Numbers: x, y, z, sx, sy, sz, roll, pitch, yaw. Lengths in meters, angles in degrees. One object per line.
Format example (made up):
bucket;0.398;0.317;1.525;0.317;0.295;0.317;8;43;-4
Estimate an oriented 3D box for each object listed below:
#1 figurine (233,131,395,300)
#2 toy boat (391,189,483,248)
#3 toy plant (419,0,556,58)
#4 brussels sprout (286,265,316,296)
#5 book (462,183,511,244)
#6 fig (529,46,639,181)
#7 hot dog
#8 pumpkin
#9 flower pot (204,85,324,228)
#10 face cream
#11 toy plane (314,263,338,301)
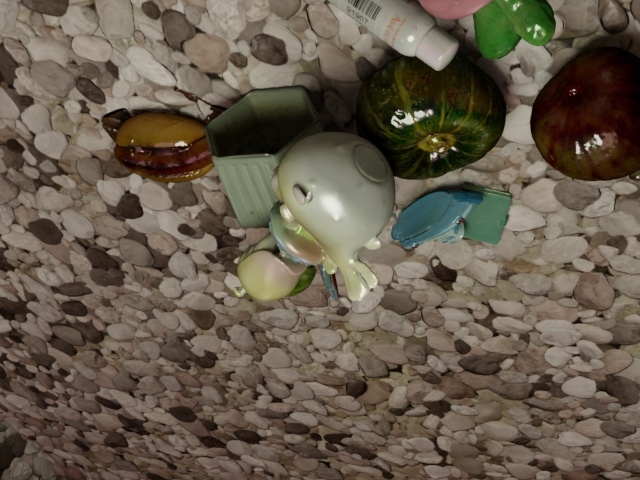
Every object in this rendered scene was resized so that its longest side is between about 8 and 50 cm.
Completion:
figurine;-0.020;0.005;1.365;0.394;0.227;0.274;-44;69;38
toy boat;0.245;-0.043;1.614;0.102;0.088;0.215;17;146;-33
toy plant;0.257;-0.419;1.140;0.356;0.210;0.317;28;136;-28
brussels sprout;-0.081;0.080;1.846;0.139;0.100;0.181;21;130;-31
book;0.331;-0.052;1.618;0.103;0.017;0.135;13;136;10
fig;0.493;-0.182;1.346;0.217;0.216;0.321;-17;155;32
hot dog;-0.308;-0.196;1.628;0.326;0.107;0.194;-9;130;26
pumpkin;0.184;-0.230;1.377;0.261;0.189;0.260;-6;150;-3
flower pot;-0.090;-0.157;1.519;0.209;0.239;0.189;25;148;39
face cream;0.102;-0.366;1.262;0.269;0.082;0.082;39;139;13
toy plane;0.002;-0.005;1.712;0.223;0.104;0.326;-2;130;22
